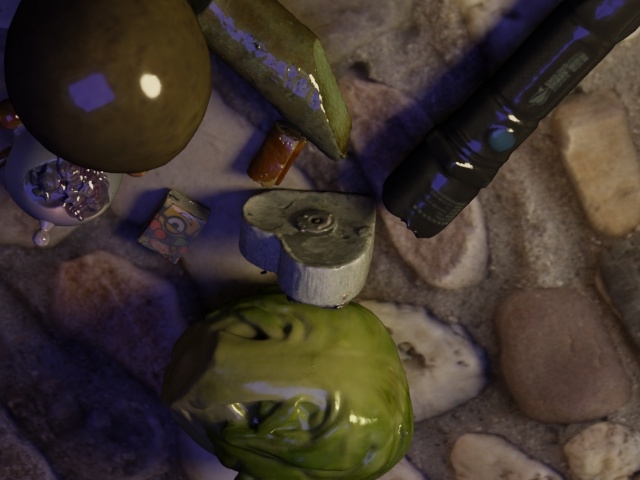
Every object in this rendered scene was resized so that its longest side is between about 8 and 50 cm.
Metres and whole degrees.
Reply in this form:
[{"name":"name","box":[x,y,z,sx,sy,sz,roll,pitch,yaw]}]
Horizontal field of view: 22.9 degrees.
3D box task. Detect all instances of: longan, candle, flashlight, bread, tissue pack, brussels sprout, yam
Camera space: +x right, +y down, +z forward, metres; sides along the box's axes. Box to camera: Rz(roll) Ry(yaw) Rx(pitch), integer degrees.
[{"name":"longan","box":[-0.226,-0.187,1.714,0.215,0.246,0.246,20,132,30]},{"name":"candle","box":[0.000,0.000,1.939,0.169,0.192,0.068,-23,133,-32]},{"name":"flashlight","box":[0.230,-0.165,1.818,0.103,0.103,0.424,34,122,-17]},{"name":"bread","box":[-0.053,-0.104,1.931,0.047,0.036,0.083,27,122,-9]},{"name":"tissue pack","box":[-0.187,-0.019,2.009,0.063,0.035,0.083,31,125,-16]},{"name":"brussels sprout","box":[-0.030,0.203,2.028,0.328,0.247,0.328,1,126,1]},{"name":"yam","box":[-0.047,-0.206,1.815,0.259,0.106,0.106,39,121,-20]}]

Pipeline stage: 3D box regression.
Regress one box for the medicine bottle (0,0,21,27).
[{"name":"medicine bottle","box":[-0.464,-0.343,1.754,0.324,0.124,0.179,10,128,1]}]

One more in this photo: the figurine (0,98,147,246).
[{"name":"figurine","box":[-0.269,-0.128,1.890,0.274,0.133,0.194,-36,127,13]}]
